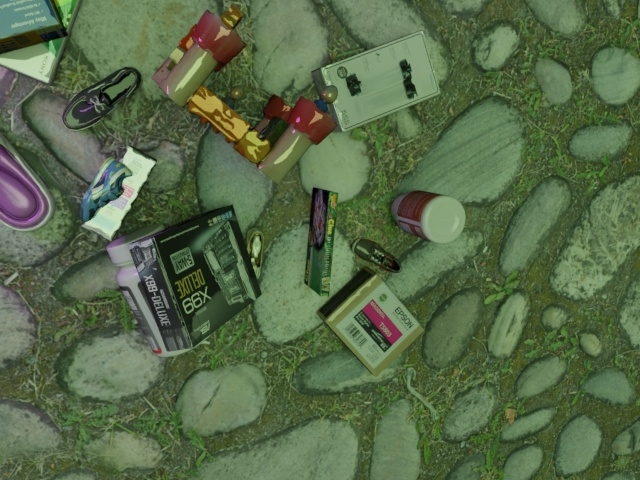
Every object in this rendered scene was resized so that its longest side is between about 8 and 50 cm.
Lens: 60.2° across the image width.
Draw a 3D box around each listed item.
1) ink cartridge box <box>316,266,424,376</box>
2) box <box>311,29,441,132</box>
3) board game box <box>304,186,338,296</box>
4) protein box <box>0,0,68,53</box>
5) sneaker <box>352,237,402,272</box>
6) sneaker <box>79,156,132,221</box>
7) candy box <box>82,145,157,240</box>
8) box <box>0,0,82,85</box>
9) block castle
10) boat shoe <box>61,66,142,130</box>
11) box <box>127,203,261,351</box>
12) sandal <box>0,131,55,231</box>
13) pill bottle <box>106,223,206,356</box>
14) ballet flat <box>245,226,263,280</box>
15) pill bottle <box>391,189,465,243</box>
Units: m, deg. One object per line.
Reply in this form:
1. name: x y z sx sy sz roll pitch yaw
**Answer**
1. ink cartridge box: 0.138 0.222 1.511 0.193 0.088 0.234 -43 109 -5
2. box: 0.143 -0.400 1.399 0.290 0.087 0.169 -25 106 -12
3. board game box: 0.000 0.000 1.401 0.030 0.136 0.259 2 100 -21
4. protein box: -0.629 -0.476 1.053 0.200 0.136 0.201 -22 106 -13
5. sneaker: 0.160 0.042 1.496 0.158 0.065 0.061 26 91 -20
6. sneaker: -0.435 -0.095 1.113 0.059 0.053 0.144 30 91 -12
7. candy box: -0.440 -0.110 1.224 0.070 0.165 0.196 30 90 -19
8. box: -0.683 -0.493 1.135 0.322 0.058 0.232 20 94 -21
9. block castle: -0.152 -0.309 1.134 0.303 0.453 0.213 38 94 -19
10. boat shoe: -0.487 -0.317 1.224 0.206 0.065 0.075 -38 109 -8
11. box: -0.267 0.072 1.243 0.077 0.307 0.242 -13 100 26
12. sandal: -0.737 -0.183 1.149 0.416 0.102 0.169 42 86 -20
13. pill bottle: -0.371 0.113 1.290 0.161 0.161 0.283 -24 106 -12
14. ballet flat: -0.174 0.049 1.398 0.057 0.052 0.168 3 99 -20
15. pill bottle: 0.270 -0.067 1.431 0.121 0.216 0.121 -4 102 -17
